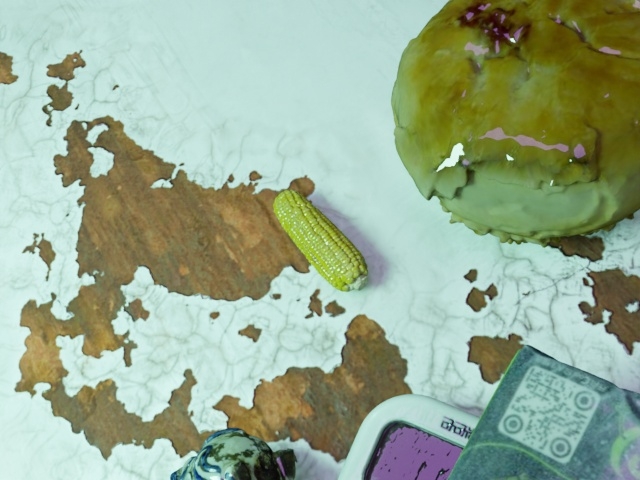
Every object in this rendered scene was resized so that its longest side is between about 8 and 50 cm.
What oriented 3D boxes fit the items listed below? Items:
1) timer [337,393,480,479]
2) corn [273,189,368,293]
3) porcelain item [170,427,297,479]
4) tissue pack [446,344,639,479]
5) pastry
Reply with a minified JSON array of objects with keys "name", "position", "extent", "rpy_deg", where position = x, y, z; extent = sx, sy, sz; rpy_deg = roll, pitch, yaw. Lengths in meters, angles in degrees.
[{"name":"timer","position":[0.152,0.331,1.002],"extent":[0.262,0.087,0.237],"rpy_deg":[20,73,21]},{"name":"corn","position":[0.000,0.000,1.205],"extent":[0.067,0.067,0.206],"rpy_deg":[-38,60,-4]},{"name":"porcelain item","position":[-0.100,0.387,1.013],"extent":[0.186,0.138,0.288],"rpy_deg":[-37,66,30]},{"name":"tissue pack","position":[0.251,0.342,0.842],"extent":[0.288,0.124,0.394],"rpy_deg":[23,74,31]},{"name":"pastry","position":[0.299,-0.175,1.103],"extent":[0.410,0.245,0.409],"rpy_deg":[-7,62,12]}]
